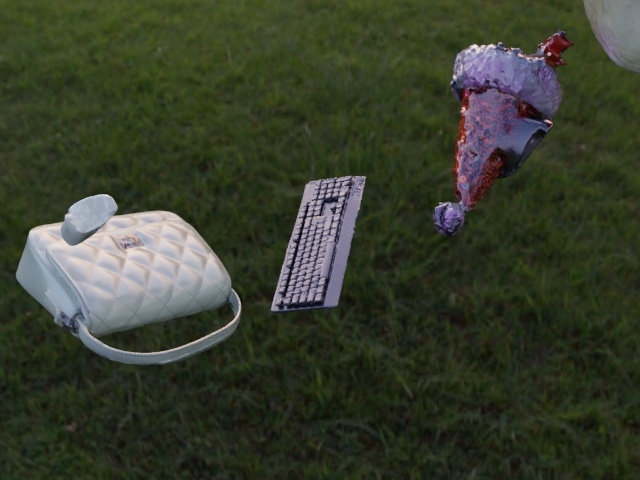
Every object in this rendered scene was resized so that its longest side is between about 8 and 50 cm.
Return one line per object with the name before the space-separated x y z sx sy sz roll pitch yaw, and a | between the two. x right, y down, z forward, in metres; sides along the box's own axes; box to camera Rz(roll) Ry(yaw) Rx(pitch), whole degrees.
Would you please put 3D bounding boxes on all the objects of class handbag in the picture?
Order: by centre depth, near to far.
handbag | -0.208 0.057 1.191 0.219 0.079 0.256 42 32 27

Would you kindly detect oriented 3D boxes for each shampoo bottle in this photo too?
shampoo bottle | -0.245 -0.017 1.036 0.049 0.141 0.034 -41 97 -23

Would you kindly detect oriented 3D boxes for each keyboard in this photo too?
keyboard | -0.001 -0.001 1.075 0.074 0.015 0.196 -9 43 24

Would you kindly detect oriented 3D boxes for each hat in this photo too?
hat | 0.183 -0.105 1.078 0.140 0.129 0.227 7 68 47

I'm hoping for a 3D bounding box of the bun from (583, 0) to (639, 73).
bun | 0.378 -0.286 0.990 0.273 0.168 0.273 -32 40 32
